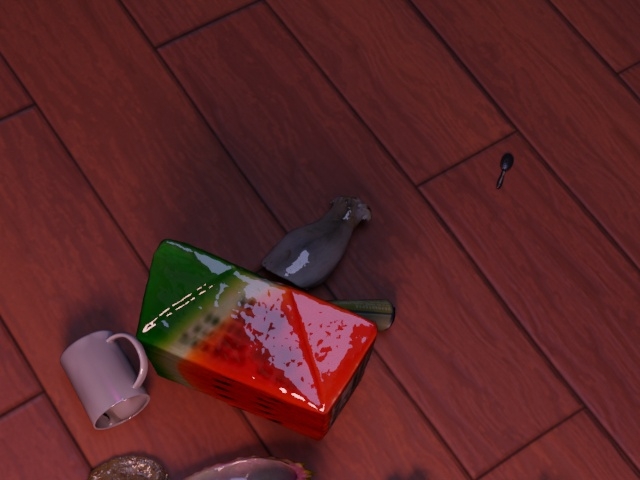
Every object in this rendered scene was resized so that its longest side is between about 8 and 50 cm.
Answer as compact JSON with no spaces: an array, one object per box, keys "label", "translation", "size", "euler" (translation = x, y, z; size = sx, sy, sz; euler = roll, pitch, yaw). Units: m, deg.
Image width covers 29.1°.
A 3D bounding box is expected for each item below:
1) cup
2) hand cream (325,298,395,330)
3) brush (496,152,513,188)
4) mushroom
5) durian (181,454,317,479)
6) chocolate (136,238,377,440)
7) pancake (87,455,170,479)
[{"label":"cup","translation":[-0.328,0.211,1.955],"size":[0.136,0.099,0.133],"euler":[-33,68,0]},{"label":"hand cream","translation":[0.023,0.120,2.043],"size":[0.235,0.086,0.055],"euler":[4,84,-29]},{"label":"brush","translation":[0.339,-0.129,2.279],"size":[0.024,0.008,0.083],"euler":[23,61,2]},{"label":"mushroom","translation":[0.000,0.000,2.121],"size":[0.225,0.093,0.116],"euler":[-43,53,-19]},{"label":"durian","translation":[-0.135,0.406,1.870],"size":[0.261,0.153,0.186],"euler":[0,40,-4]},{"label":"chocolate","translation":[-0.102,0.162,1.880],"size":[0.341,0.360,0.161],"euler":[22,75,5]},{"label":"pancake","translation":[-0.298,0.397,1.909],"size":[0.140,0.022,0.139],"euler":[3,61,-6]}]
